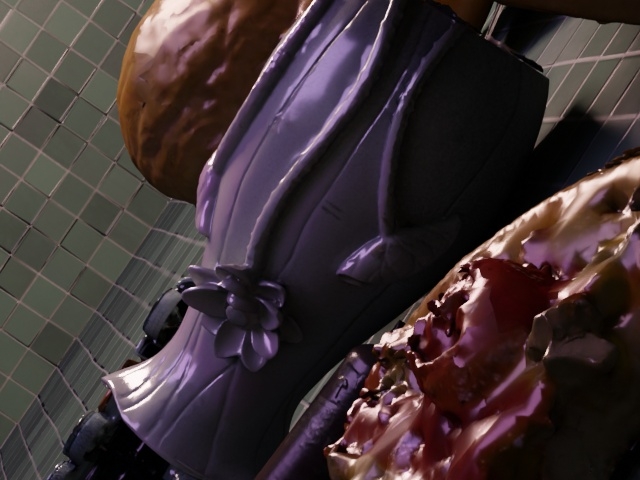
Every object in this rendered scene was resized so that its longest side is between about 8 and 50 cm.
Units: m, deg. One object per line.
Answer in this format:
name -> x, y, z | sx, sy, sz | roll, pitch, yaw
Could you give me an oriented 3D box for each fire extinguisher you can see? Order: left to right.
fire extinguisher -> 0.011, 0.159, 1.479 | 0.268, 0.072, 0.089 | -53, 2, 9

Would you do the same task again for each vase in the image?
vase -> 0.000, 0.000, 1.633 | 0.445, 0.250, 0.250 | -58, 10, 9

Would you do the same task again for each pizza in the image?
pizza -> 0.084, 0.119, 1.149 | 0.440, 0.130, 0.406 | -41, 15, 53

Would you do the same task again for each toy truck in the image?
toy truck -> -0.150, 0.178, 1.989 | 0.338, 0.133, 0.184 | -58, -5, -4

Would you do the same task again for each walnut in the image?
walnut -> -0.070, -0.180, 2.244 | 0.333, 0.333, 0.333 | -52, 11, 15

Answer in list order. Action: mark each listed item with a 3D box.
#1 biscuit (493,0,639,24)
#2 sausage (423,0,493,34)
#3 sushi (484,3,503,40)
biscuit -> 0.095, -0.250, 1.575 | 0.365, 0.385, 0.062 | -78, 5, -71
sausage -> 0.140, -0.277, 2.073 | 0.112, 0.112, 0.328 | -76, 7, -62
sushi -> 0.240, -0.322, 1.958 | 0.264, 0.050, 0.290 | 112, 180, -50
